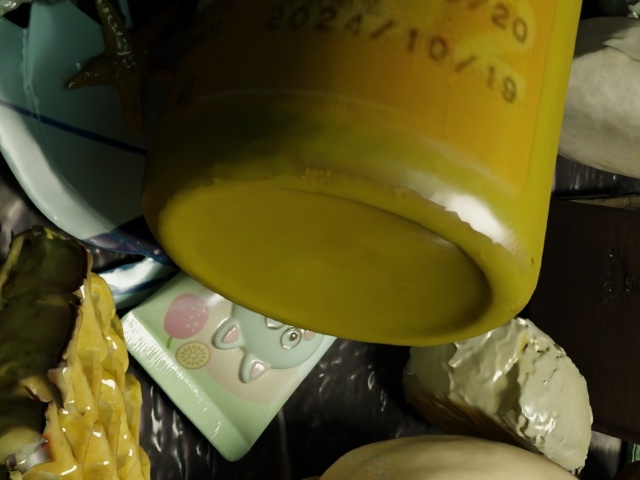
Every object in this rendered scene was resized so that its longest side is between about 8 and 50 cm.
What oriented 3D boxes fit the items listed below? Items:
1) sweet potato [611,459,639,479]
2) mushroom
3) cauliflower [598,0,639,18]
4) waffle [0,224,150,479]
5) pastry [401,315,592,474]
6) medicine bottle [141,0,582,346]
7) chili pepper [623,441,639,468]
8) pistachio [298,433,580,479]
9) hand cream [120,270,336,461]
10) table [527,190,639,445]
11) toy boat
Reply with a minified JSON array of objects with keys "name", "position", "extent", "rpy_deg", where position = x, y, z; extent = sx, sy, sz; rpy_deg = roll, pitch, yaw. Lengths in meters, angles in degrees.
[{"name":"sweet potato","position":[0.307,0.300,1.090],"extent":[0.075,0.075,0.269],"rpy_deg":[-34,133,-35]},{"name":"mushroom","position":[0.286,-0.099,0.887],"extent":[0.350,0.128,0.128],"rpy_deg":[22,76,3]},{"name":"cauliflower","position":[0.375,-0.270,0.948],"extent":[0.256,0.315,0.239],"rpy_deg":[-27,73,-28]},{"name":"waffle","position":[-0.137,0.141,0.553],"extent":[0.283,0.065,0.309],"rpy_deg":[49,34,-81]},{"name":"pastry","position":[0.138,0.114,0.853],"extent":[0.166,0.166,0.088],"rpy_deg":[43,68,-37]},{"name":"medicine bottle","position":[0.047,-0.150,0.661],"extent":[0.224,0.224,0.384],"rpy_deg":[36,58,-39]},{"name":"chili pepper","position":[0.339,0.167,1.117],"extent":[0.088,0.059,0.226],"rpy_deg":[11,92,-38]},{"name":"pistachio","position":[0.068,0.248,0.747],"extent":[0.309,0.230,0.229],"rpy_deg":[3,93,-43]},{"name":"hand cream","position":[0.000,0.000,0.770],"extent":[0.306,0.093,0.147],"rpy_deg":[-47,125,-18]},{"name":"table","position":[0.291,0.061,0.975],"extent":[0.169,0.172,0.193],"rpy_deg":[-6,103,-43]},{"name":"toy boat","position":[-0.137,-0.087,0.658],"extent":[0.220,0.067,0.291],"rpy_deg":[-30,126,-38]}]
